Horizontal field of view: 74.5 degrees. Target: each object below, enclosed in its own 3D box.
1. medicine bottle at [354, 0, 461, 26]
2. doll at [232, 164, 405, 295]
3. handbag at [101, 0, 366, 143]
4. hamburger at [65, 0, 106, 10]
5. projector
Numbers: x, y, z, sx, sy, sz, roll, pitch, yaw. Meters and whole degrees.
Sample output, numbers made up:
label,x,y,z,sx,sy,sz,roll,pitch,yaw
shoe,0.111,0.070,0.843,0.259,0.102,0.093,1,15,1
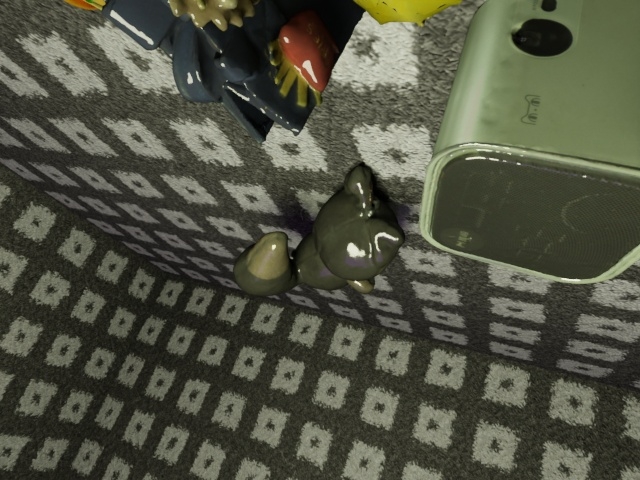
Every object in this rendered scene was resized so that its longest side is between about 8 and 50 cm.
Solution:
label,x,y,z,sx,sy,sz,roll,pitch,yaw
medicine bottle,0.090,-0.285,0.329,0.124,0.239,0.124,18,161,6
doll,0.015,0.030,0.988,0.252,0.378,0.382,53,147,14
handbag,-0.076,-0.287,0.347,0.121,0.330,0.303,-2,149,43
hamburger,-0.306,-0.388,0.554,0.115,0.162,0.162,8,155,32
projector,0.278,-0.119,0.530,0.248,0.249,0.248,14,156,16
